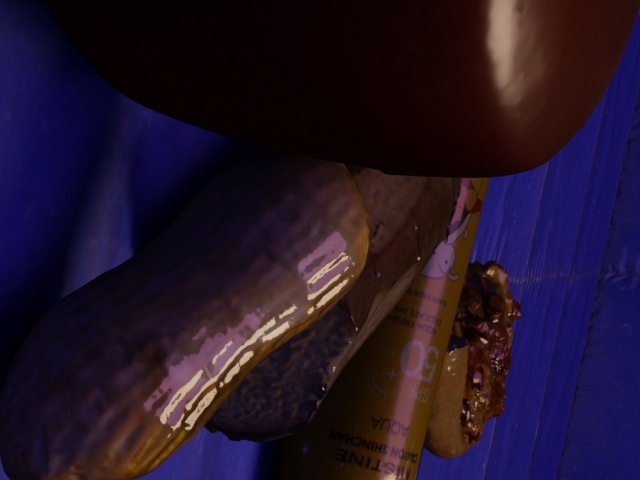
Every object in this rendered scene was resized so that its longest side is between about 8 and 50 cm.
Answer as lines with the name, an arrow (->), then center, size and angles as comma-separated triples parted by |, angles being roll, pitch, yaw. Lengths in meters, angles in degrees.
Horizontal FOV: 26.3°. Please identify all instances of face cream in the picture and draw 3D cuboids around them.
face cream -> 0.041, 0.077, 1.012 | 0.105, 0.105, 0.348 | 42, 62, -70

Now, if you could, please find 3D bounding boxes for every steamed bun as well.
steamed bun -> 0.022, -0.154, 0.572 | 0.379, 0.235, 0.248 | -22, 121, -72

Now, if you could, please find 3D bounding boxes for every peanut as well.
peanut -> -0.061, 0.035, 0.617 | 0.207, 0.087, 0.087 | -42, 150, -17

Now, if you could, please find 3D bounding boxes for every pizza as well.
pizza -> 0.164, 0.120, 1.465 | 0.289, 0.081, 0.228 | 68, 37, -58

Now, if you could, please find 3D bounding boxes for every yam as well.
yam -> -0.001, -0.001, 0.801 | 0.128, 0.129, 0.238 | 55, 34, -13
